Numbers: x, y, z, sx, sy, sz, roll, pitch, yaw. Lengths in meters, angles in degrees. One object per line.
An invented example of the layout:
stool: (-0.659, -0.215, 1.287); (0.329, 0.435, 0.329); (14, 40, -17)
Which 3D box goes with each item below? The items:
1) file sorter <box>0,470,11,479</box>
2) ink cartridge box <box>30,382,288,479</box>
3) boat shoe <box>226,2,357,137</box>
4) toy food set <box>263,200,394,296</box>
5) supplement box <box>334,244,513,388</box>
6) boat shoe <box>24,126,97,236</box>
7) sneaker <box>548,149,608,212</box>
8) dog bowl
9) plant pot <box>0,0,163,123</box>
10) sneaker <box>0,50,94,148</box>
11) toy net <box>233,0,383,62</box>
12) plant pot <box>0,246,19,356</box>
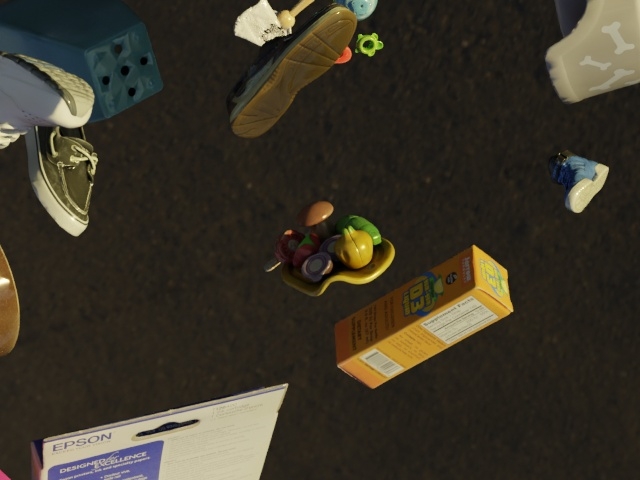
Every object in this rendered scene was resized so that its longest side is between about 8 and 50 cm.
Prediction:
file sorter: (-0.348, 0.382, 1.419); (0.291, 0.182, 0.202); (37, 155, 17)
ink cartridge box: (-0.211, 0.274, 1.669); (0.304, 0.072, 0.307); (-10, 142, -21)
boat shoe: (-0.033, -0.157, 1.167); (0.152, 0.049, 0.056); (-43, 146, 19)
toy food set: (0.000, 0.000, 1.692); (0.218, 0.128, 0.071); (20, 139, 58)
supplement box: (0.128, 0.099, 1.689); (0.233, 0.078, 0.080); (-31, 130, 27)
boat shoe: (-0.322, -0.100, 1.672); (0.070, 0.219, 0.078); (-36, 139, 13)
sneaker: (0.383, -0.094, 2.053); (0.085, 0.152, 0.058); (25, 123, 19)
dog bowl: (0.297, -0.320, 1.393); (0.102, 0.348, 0.348); (-2, 134, 20)
plant pot: (-0.342, -0.262, 1.901); (0.234, 0.166, 0.165); (21, 134, 45)
sneaker: (-0.366, -0.148, 1.478); (0.297, 0.129, 0.111); (13, 178, 38)
toy net: (-0.021, -0.328, 2.024); (0.232, 0.045, 0.122); (-9, 120, -12)
plant pot: (-0.542, 0.085, 1.697); (0.215, 0.230, 0.215); (22, 122, 41)
